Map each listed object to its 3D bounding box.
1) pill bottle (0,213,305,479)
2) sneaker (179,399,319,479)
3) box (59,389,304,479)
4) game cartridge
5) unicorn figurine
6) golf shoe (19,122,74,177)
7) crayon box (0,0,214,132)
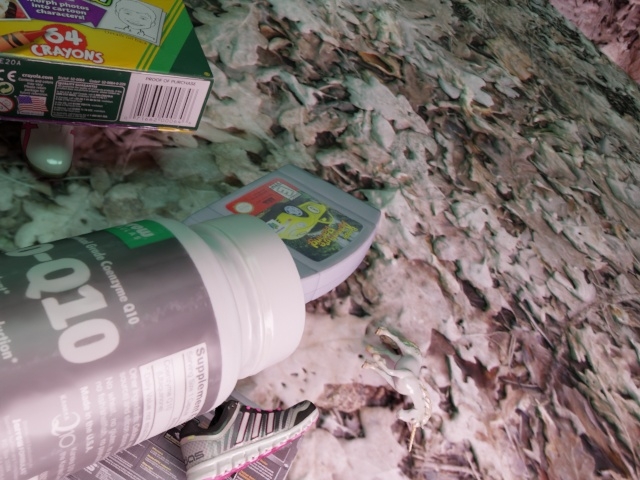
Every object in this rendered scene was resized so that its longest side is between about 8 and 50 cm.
[{"bbox_3d":[-0.204,0.093,0.624,0.360,0.204,0.204,-17,64,-39],"label":"pill bottle"},{"bbox_3d":[-0.078,0.198,0.710,0.170,0.063,0.075,-18,70,-35],"label":"sneaker"},{"bbox_3d":[-0.155,0.232,0.721,0.231,0.056,0.183,33,43,-2],"label":"box"},{"bbox_3d":[-0.037,-0.012,0.923,0.196,0.060,0.294,33,34,14],"label":"game cartridge"},{"bbox_3d":[0.112,0.187,0.920,0.111,0.060,0.162,32,44,-3],"label":"unicorn figurine"},{"bbox_3d":[-0.374,-0.170,0.910,0.067,0.086,0.186,2,54,-32],"label":"golf shoe"},{"bbox_3d":[-0.361,-0.296,0.890,0.362,0.106,0.313,-1,51,-31],"label":"crayon box"}]
